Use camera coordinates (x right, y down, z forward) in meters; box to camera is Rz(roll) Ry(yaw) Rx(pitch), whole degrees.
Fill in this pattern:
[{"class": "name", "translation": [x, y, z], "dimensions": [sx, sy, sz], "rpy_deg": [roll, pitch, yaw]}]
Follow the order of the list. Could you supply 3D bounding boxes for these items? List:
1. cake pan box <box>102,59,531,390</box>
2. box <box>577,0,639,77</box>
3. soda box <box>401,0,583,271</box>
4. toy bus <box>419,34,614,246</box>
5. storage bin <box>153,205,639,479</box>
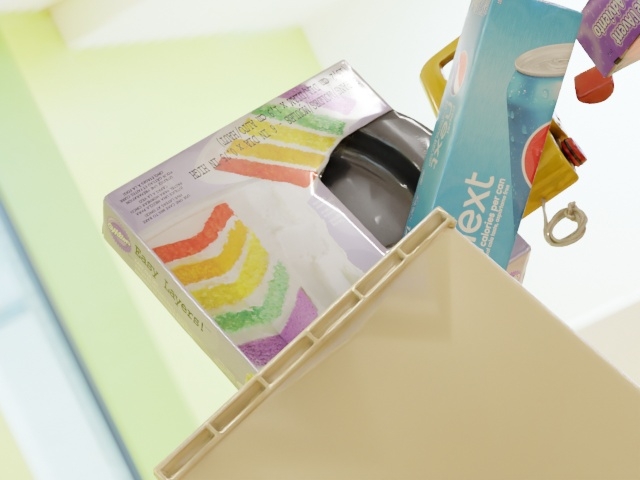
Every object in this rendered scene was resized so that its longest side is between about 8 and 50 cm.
[{"class": "cake pan box", "translation": [0.000, 0.000, 1.372], "dimensions": [0.267, 0.246, 0.070], "rpy_deg": [-31, -24, -24]}, {"class": "box", "translation": [0.348, -0.248, 1.314], "dimensions": [0.293, 0.057, 0.201], "rpy_deg": [-28, -15, -24]}, {"class": "soda box", "translation": [0.126, -0.080, 1.269], "dimensions": [0.071, 0.210, 0.067], "rpy_deg": [14, 11, -11]}, {"class": "toy bus", "translation": [0.156, -0.101, 1.510], "dimensions": [0.202, 0.104, 0.191], "rpy_deg": [1, 58, 46]}, {"class": "storage bin", "translation": [0.065, 0.164, 0.840], "dimensions": [0.260, 0.262, 0.123], "rpy_deg": [-42, -13, -32]}]
